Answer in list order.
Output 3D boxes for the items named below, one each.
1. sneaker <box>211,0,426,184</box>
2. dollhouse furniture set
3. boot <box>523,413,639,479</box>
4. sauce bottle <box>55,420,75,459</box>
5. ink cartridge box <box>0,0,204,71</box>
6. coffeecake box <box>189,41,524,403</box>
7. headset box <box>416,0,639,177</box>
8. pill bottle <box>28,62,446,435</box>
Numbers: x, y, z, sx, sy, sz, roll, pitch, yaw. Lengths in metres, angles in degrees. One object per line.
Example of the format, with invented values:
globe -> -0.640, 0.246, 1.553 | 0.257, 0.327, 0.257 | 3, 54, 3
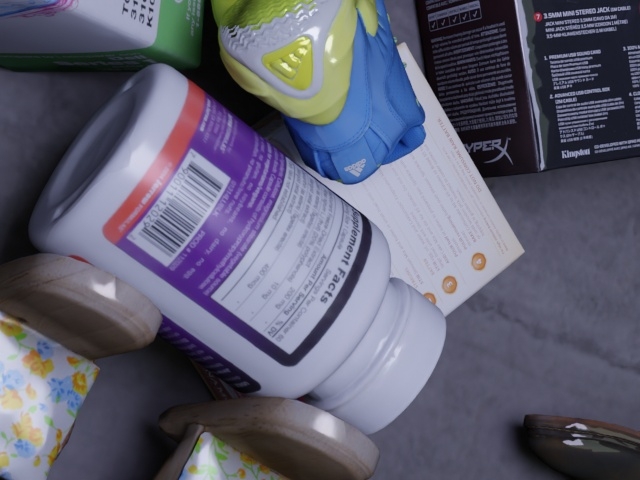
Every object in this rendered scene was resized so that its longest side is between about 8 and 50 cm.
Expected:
sneaker -> 0.000, -0.107, 0.869 | 0.091, 0.240, 0.126 | -19, 118, 16
dollhouse furniture set -> -0.042, 0.250, 0.722 | 0.394, 0.256, 0.362 | 33, 67, -23
boot -> 0.202, 0.183, 1.017 | 0.219, 0.082, 0.106 | 26, 74, -27
sauce bottle -> -0.187, 0.075, 0.838 | 0.128, 0.042, 0.042 | 27, 76, -25
ink cartridge box -> -0.148, -0.196, 0.736 | 0.117, 0.278, 0.201 | 2, 87, 17
coffeecake box -> 0.000, 0.000, 0.922 | 0.185, 0.068, 0.142 | -37, 104, -24
headset box -> 0.168, -0.195, 0.992 | 0.218, 0.110, 0.293 | -10, 94, -28
pill bottle -> -0.035, 0.012, 0.806 | 0.193, 0.108, 0.108 | 37, 72, -20
